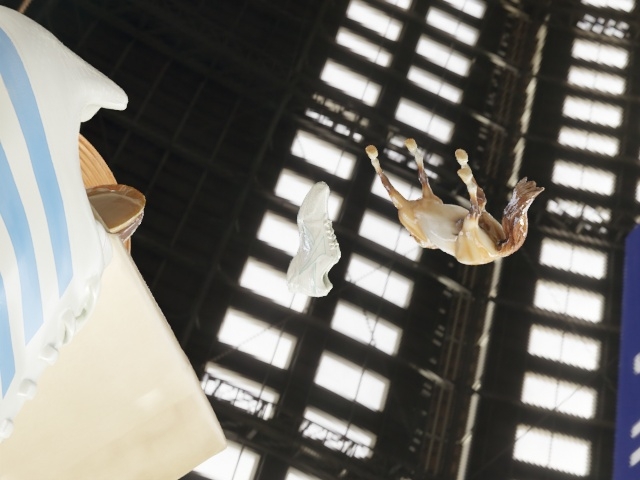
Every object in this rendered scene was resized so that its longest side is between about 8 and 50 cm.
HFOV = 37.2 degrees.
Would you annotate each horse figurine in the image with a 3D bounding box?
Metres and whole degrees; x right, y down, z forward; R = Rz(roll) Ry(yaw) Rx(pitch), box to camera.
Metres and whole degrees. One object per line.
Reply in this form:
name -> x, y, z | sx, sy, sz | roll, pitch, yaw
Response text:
horse figurine -> 0.157, -0.035, 1.141 | 0.066, 0.175, 0.263 | -39, -148, -23

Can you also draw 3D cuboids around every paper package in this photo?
paper package -> -0.277, 0.118, 0.724 | 0.324, 0.310, 0.168 | -32, -131, -14

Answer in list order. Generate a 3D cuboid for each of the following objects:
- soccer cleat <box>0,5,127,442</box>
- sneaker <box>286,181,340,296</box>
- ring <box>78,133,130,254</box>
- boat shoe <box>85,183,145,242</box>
soccer cleat -> -0.169, 0.047, 0.472 | 0.143, 0.116, 0.332 | 21, -106, -49
sneaker -> 0.000, 0.000, 1.238 | 0.061, 0.152, 0.053 | 13, -169, 22
ring -> -0.384, -0.005, 1.189 | 0.336, 0.032, 0.337 | 11, -105, -46
boat shoe -> -0.259, 0.009, 0.954 | 0.073, 0.073, 0.207 | 30, -141, 23
